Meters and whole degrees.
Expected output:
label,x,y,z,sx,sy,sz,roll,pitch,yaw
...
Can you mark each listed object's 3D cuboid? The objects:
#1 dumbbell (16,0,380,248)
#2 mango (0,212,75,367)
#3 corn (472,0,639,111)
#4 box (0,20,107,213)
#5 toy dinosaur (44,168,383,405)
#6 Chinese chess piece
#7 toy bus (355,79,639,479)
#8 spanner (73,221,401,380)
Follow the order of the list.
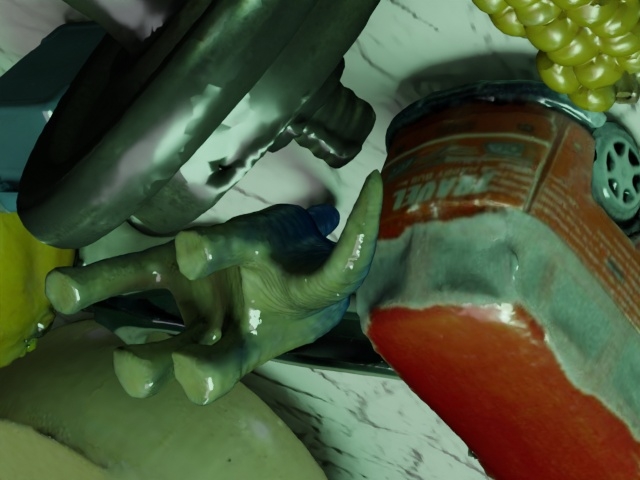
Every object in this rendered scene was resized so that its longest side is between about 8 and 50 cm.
label,x,y,z,sx,sy,sz,roll,pitch,yaw
dumbbell,-0.100,-0.116,0.625,0.290,0.192,0.192,36,148,-17
mango,-0.240,-0.011,0.945,0.262,0.130,0.167,2,121,43
corn,0.039,-0.159,0.552,0.097,0.097,0.320,-9,132,44
box,-0.111,-0.060,0.813,0.074,0.099,0.054,3,128,35
toy dinosaur,0.000,0.000,0.744,0.247,0.188,0.075,-24,92,53
Chinese chess piece,-0.104,0.170,1.089,0.273,0.102,0.273,26,141,23
toy bus,0.118,0.052,0.781,0.121,0.120,0.265,-9,135,42
spanner,-0.081,0.026,0.969,0.325,0.040,0.095,7,145,27
